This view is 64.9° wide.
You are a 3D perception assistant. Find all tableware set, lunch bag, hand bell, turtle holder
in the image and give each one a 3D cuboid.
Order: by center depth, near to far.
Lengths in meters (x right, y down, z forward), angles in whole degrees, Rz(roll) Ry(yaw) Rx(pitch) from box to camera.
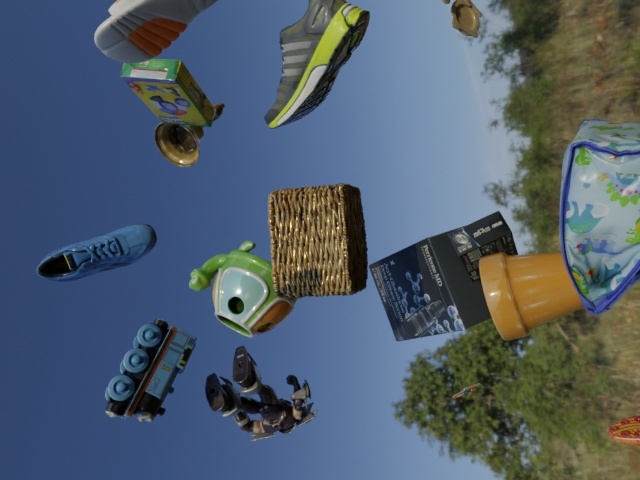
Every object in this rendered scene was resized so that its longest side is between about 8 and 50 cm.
[{"bbox_3d":[0.267,-0.025,0.456,0.129,0.096,0.151,-32,-53,-51],"label":"lunch bag"},{"bbox_3d":[0.227,-0.424,0.826,0.141,0.020,0.168,29,-111,-23],"label":"tableware set"},{"bbox_3d":[-0.315,-0.307,1.330,0.242,0.126,0.126,-60,-41,-47],"label":"hand bell"},{"bbox_3d":[-0.230,0.143,1.514,0.320,0.243,0.227,33,-114,-7],"label":"turtle holder"}]

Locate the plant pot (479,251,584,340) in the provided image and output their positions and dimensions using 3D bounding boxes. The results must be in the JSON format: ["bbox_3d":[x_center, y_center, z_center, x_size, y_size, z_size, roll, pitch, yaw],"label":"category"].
[{"bbox_3d":[0.493,0.111,1.164,0.205,0.188,0.205,42,-142,-45],"label":"plant pot"}]

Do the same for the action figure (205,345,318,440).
[{"bbox_3d":[-0.118,0.338,1.057,0.285,0.185,0.099,56,-177,-46],"label":"action figure"}]

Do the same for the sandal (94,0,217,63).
[{"bbox_3d":[-0.261,-0.400,0.844,0.076,0.265,0.102,54,179,24],"label":"sandal"}]

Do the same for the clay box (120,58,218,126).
[{"bbox_3d":[-0.322,-0.314,1.112,0.222,0.128,0.053,60,-140,-70],"label":"clay box"}]

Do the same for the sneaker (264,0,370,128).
[{"bbox_3d":[-0.031,-0.335,0.949,0.121,0.300,0.111,46,-142,6],"label":"sneaker"}]

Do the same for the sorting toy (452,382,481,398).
[{"bbox_3d":[0.385,0.383,1.288,0.012,0.083,0.062,67,151,29],"label":"sorting toy"}]

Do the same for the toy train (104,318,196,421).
[{"bbox_3d":[-0.298,0.230,0.885,0.105,0.080,0.184,29,-124,-12],"label":"toy train"}]

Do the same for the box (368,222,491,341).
[{"bbox_3d":[0.379,0.150,1.670,0.212,0.395,0.293,-16,-99,-26],"label":"box"}]

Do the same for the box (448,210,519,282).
[{"bbox_3d":[0.448,0.021,1.372,0.180,0.147,0.077,46,-158,-51],"label":"box"}]

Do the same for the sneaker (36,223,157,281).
[{"bbox_3d":[-0.398,0.026,0.901,0.082,0.209,0.069,-134,25,-85],"label":"sneaker"}]

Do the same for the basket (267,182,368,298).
[{"bbox_3d":[0.000,0.000,1.387,0.213,0.223,0.299,-8,-87,-70],"label":"basket"}]

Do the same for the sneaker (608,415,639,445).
[{"bbox_3d":[0.594,0.342,0.865,0.064,0.175,0.067,-55,-44,-65],"label":"sneaker"}]
